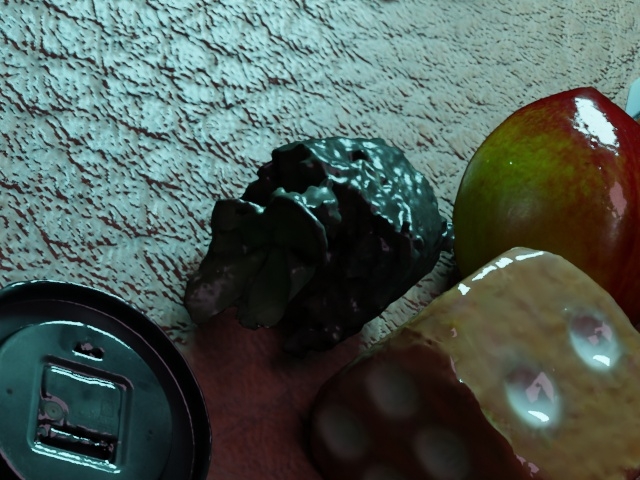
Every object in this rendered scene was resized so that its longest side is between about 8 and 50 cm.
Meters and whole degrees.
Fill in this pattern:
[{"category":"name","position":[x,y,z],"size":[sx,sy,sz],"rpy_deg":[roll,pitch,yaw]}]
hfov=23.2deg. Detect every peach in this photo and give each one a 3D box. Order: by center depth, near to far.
[{"category":"peach","position":[0.197,-0.021,1.218],"size":[0.197,0.197,0.197],"rpy_deg":[20,50,-26]}]

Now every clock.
[{"category":"clock","position":[-0.156,0.114,0.956],"size":[0.184,0.040,0.184],"rpy_deg":[19,52,-26]}]

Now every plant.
[{"category":"plant","position":[0.000,0.000,1.082],"size":[0.203,0.142,0.131],"rpy_deg":[-20,68,-49]}]

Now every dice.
[{"category":"dice","position":[0.114,0.120,1.065],"size":[0.179,0.174,0.175],"rpy_deg":[-25,79,-46]}]

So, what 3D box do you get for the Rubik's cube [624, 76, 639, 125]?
[{"category":"Rubik's cube","position":[0.419,-0.048,1.340],"size":[0.259,0.256,0.253],"rpy_deg":[27,55,-16]}]
